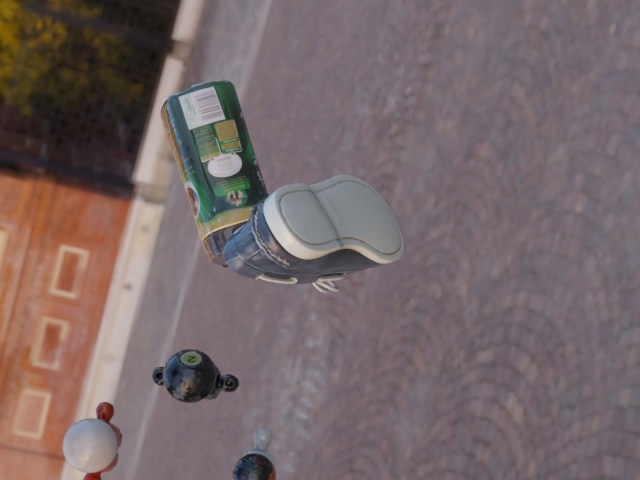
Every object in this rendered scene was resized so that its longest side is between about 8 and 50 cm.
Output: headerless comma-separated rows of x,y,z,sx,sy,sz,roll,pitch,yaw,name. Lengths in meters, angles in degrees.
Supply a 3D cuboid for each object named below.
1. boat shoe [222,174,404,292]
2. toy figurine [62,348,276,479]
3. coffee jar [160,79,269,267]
0.000,0.000,1.198,0.079,0.095,0.254,-33,-8,24,boat shoe
-0.161,0.248,1.474,0.209,0.213,0.148,57,173,8,toy figurine
-0.102,-0.066,1.348,0.096,0.079,0.184,148,104,-73,coffee jar
